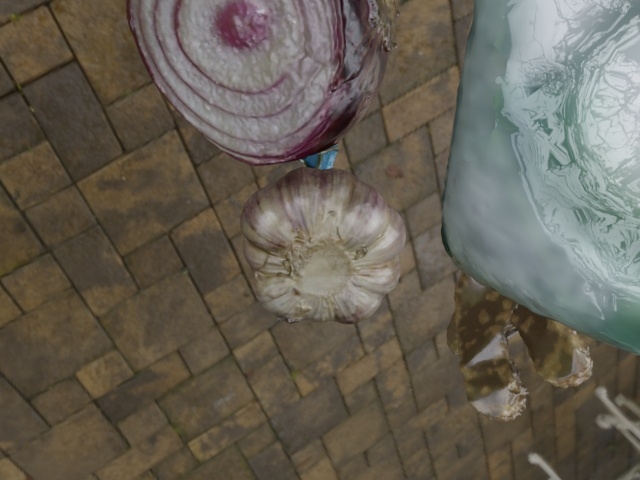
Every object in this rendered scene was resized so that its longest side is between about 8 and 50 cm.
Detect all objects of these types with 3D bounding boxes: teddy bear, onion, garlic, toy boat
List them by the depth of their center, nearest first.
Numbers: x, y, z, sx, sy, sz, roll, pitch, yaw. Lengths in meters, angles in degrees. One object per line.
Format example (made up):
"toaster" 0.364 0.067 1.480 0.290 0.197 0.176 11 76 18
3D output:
"onion" -0.048 -0.267 0.888 0.260 0.282 0.337 -51 131 -56
"garlic" 0.000 0.000 1.133 0.245 0.160 0.245 -1 124 -2
"teddy bear" 0.293 0.116 1.178 0.246 0.296 0.222 -33 144 26
"toy boat" -0.045 -0.186 1.443 0.077 0.185 0.075 -9 135 -36

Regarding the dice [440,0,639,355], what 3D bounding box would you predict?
"dice" 0.262 -0.107 0.403 0.330 0.348 0.328 -24 128 -72
